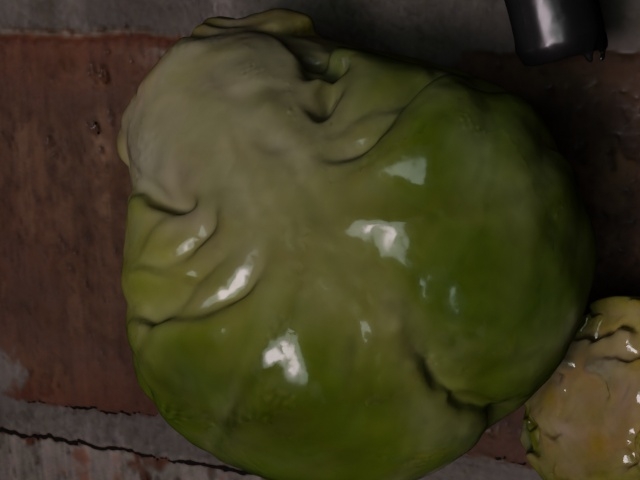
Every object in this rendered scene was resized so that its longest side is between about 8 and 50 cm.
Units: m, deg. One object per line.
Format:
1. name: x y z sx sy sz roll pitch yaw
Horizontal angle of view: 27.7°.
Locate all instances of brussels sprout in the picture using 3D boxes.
1. brussels sprout: 0.001 0.014 0.786 0.316 0.242 0.274 22 107 21
2. brussels sprout: 0.205 0.112 0.786 0.149 0.122 0.152 -46 47 22

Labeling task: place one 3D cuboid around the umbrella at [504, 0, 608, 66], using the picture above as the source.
1. umbrella: 0.108 -0.258 0.741 0.090 0.094 0.326 -7 102 35
